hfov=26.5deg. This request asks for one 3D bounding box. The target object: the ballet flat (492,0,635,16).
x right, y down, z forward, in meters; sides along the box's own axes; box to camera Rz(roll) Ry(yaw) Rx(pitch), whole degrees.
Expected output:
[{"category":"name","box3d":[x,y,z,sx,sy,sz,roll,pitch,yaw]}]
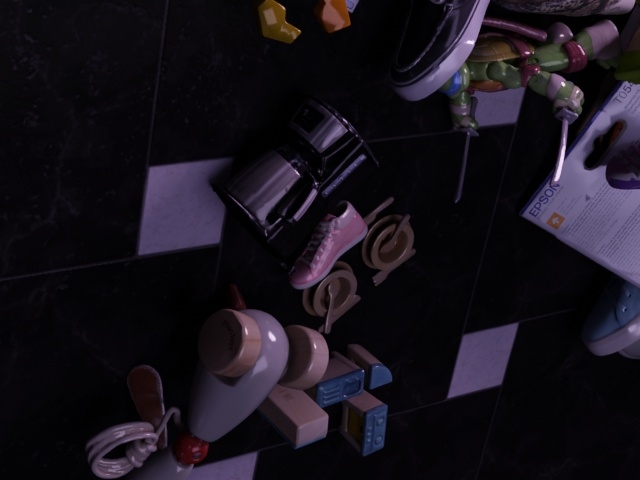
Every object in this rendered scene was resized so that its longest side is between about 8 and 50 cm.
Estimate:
[{"category":"ballet flat","box3d":[0.422,-0.414,1.817,0.483,0.164,0.182,-43,145,-14]}]

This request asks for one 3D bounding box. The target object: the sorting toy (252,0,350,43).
[{"category":"sorting toy","box3d":[-0.072,-0.356,1.480,0.229,0.041,0.307,-23,120,-17]}]

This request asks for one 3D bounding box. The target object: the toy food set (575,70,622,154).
[{"category":"toy food set","box3d":[0.482,-0.178,2.097,0.192,0.038,0.132,15,107,-44]}]

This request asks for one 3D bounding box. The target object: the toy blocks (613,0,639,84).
[{"category":"toy blocks","box3d":[0.554,-0.249,1.884,0.261,0.190,0.381,58,46,-29]}]

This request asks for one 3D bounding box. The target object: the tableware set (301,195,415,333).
[{"category":"tableware set","box3d":[0.059,0.040,1.893,0.194,0.039,0.128,-39,135,-12]}]

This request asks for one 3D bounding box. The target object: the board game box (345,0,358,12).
[{"category":"board game box","box3d":[-0.005,-0.364,1.575,0.201,0.035,0.136,19,104,-44]}]

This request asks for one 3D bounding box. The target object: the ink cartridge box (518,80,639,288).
[{"category":"ink cartridge box","box3d":[0.519,-0.098,2.074,0.330,0.071,0.324,30,109,-15]}]

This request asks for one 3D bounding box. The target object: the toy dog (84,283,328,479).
[{"category":"toy dog","box3d":[-0.156,0.185,1.767,0.333,0.161,0.220,-35,139,4]}]

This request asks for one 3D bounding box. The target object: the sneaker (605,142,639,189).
[{"category":"sneaker","box3d":[0.536,-0.089,1.996,0.236,0.095,0.104,-6,123,-3]}]

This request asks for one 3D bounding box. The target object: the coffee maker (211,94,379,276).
[{"category":"coffee maker","box3d":[-0.025,-0.073,1.712,0.178,0.120,0.171,-44,159,-6]}]

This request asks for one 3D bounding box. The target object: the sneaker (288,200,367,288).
[{"category":"sneaker","box3d":[0.000,0.000,1.812,0.134,0.051,0.070,-42,134,-14]}]

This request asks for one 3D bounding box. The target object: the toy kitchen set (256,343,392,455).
[{"category":"toy kitchen set","box3d":[0.015,0.265,1.947,0.207,0.122,0.166,-17,127,-31]}]

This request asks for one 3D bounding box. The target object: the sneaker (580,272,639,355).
[{"category":"sneaker","box3d":[0.534,0.019,2.236,0.150,0.135,0.366,39,96,-17]}]

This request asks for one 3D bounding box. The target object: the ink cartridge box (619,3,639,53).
[{"category":"ink cartridge box","box3d":[0.554,-0.344,2.044,0.189,0.066,0.232,21,95,-45]}]

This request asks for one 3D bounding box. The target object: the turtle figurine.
[{"category":"turtle figurine","box3d":[0.275,-0.185,1.816,0.266,0.275,0.198,-26,166,-30]}]

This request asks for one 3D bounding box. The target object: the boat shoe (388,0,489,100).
[{"category":"boat shoe","box3d":[0.159,-0.323,1.684,0.105,0.113,0.306,31,93,-40]}]

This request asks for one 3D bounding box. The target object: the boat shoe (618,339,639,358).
[{"category":"boat shoe","box3d":[0.617,0.158,2.400,0.114,0.091,0.302,-24,155,39]}]
